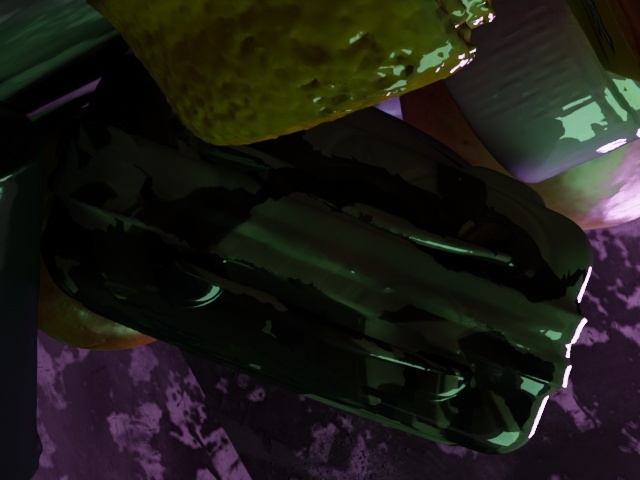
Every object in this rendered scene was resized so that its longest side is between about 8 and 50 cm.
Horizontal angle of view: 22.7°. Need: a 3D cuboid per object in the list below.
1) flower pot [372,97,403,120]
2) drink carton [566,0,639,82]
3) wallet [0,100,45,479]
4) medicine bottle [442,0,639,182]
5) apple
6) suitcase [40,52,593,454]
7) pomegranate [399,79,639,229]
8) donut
[{"bbox_3d":[0.068,-0.152,1.657,0.265,0.265,0.243,-25,175,40],"label":"flower pot"},{"bbox_3d":[0.151,-0.154,0.701,0.111,0.154,0.351,-28,-176,8],"label":"drink carton"},{"bbox_3d":[-0.264,0.093,0.939,0.228,0.062,0.406,-30,157,-26],"label":"wallet"},{"bbox_3d":[0.256,-0.202,0.977,0.388,0.219,0.219,-26,-175,22],"label":"medicine bottle"},{"bbox_3d":[-0.167,-0.015,1.265,0.196,0.196,0.196,-28,-176,2],"label":"apple"},{"bbox_3d":[0.000,0.000,1.014,0.339,0.352,0.194,-165,-84,-80],"label":"suitcase"},{"bbox_3d":[0.205,-0.172,1.381,0.338,0.338,0.338,-28,-176,2],"label":"pomegranate"},{"bbox_3d":[-0.012,-0.102,0.651,0.152,0.101,0.259,-22,-170,15],"label":"donut"}]
